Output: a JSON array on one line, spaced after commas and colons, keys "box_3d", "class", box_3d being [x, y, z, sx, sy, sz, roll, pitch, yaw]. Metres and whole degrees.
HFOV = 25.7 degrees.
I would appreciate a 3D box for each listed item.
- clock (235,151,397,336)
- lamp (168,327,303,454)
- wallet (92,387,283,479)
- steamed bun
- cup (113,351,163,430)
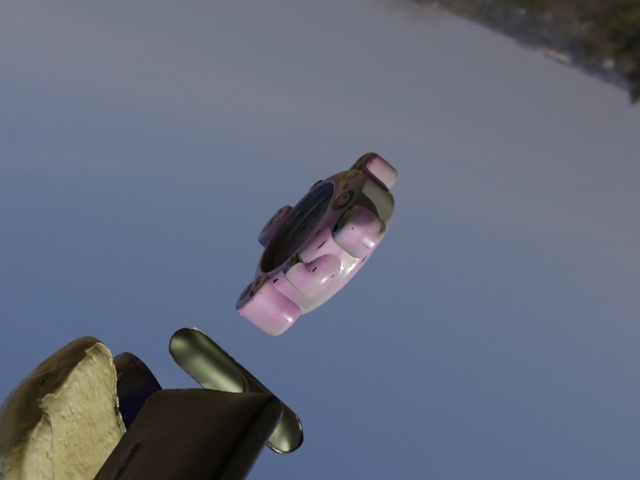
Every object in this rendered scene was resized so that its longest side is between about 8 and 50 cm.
[{"box_3d": [0.000, 0.000, 1.940, 0.090, 0.248, 0.227, 39, -146, -17], "class": "clock"}, {"box_3d": [-0.188, 0.254, 1.658, 0.203, 0.283, 0.124, 50, -170, -3], "class": "lamp"}, {"box_3d": [-0.140, 0.215, 1.227, 0.149, 0.044, 0.250, 0, -147, 26], "class": "wallet"}, {"box_3d": [-0.292, 0.226, 1.479, 0.110, 0.231, 0.212, -11, 177, 25], "class": "steamed bun"}, {"box_3d": [-0.346, 0.299, 1.904, 0.256, 0.255, 0.178, -25, -106, -26], "class": "cup"}]
